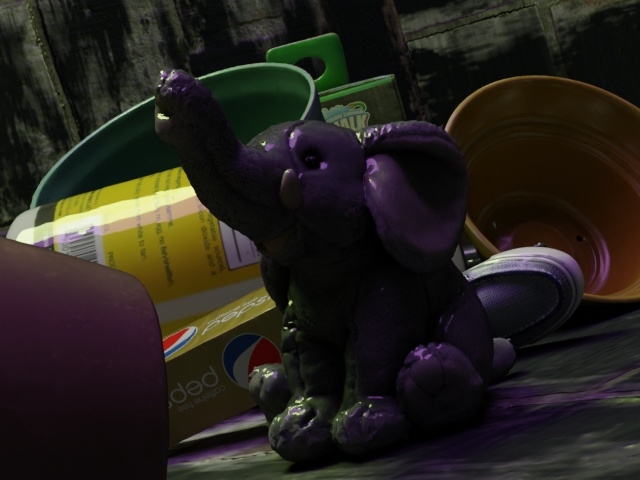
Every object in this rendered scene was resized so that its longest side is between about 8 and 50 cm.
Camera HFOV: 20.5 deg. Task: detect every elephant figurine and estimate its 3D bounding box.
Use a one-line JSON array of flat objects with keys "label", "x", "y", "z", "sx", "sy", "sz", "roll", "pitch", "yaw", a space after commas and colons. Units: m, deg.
[{"label": "elephant figurine", "x": 0.015, "y": -0.003, "z": 1.053, "sx": 0.169, "sy": 0.239, "sz": 0.186, "roll": -16, "pitch": 3, "yaw": 1}]

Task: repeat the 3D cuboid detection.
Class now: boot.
[{"label": "boot", "x": 0.086, "y": 0.064, "z": 1.212, "sx": 0.190, "sy": 0.069, "sz": 0.086, "roll": -23, "pitch": 7, "yaw": 27}]

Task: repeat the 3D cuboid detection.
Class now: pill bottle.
[{"label": "pill bottle", "x": -0.058, "y": 0.026, "z": 1.369, "sx": 0.334, "sy": 0.188, "sz": 0.188, "roll": -15, "pitch": 4, "yaw": 5}]

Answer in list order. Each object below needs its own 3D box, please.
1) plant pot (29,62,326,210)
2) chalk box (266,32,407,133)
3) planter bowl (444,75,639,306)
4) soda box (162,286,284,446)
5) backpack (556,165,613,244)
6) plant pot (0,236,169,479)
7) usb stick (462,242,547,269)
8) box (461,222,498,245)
[{"label": "plant pot", "x": -0.101, "y": -0.011, "z": 1.694, "sx": 0.293, "sy": 0.196, "sz": 0.293, "roll": -21, "pitch": 26, "yaw": 11}, {"label": "chalk box", "x": 0.014, "y": -0.094, "z": 2.088, "sx": 0.180, "sy": 0.289, "sz": 0.179, "roll": -16, "pitch": 3, "yaw": -5}, {"label": "planter bowl", "x": 0.182, "y": -0.017, "z": 1.355, "sx": 0.217, "sy": 0.217, "sz": 0.090, "roll": -18, "pitch": -29, "yaw": -30}, {"label": "soda box", "x": -0.062, "y": 0.081, "z": 1.194, "sx": 0.181, "sy": 0.058, "sz": 0.061, "roll": -26, "pitch": 15, "yaw": 18}, {"label": "backpack", "x": 0.277, "y": -0.039, "z": 1.492, "sx": 0.173, "sy": 0.117, "sz": 0.158, "roll": -13, "pitch": 4, "yaw": 3}, {"label": "plant pot", "x": -0.199, "y": 0.086, "z": 0.856, "sx": 0.229, "sy": 0.263, "sz": 0.263, "roll": 1, "pitch": -2, "yaw": -19}, {"label": "usb stick", "x": 0.225, "y": 0.003, "z": 1.634, "sx": 0.278, "sy": 0.045, "sz": 0.077, "roll": -15, "pitch": -3, "yaw": 16}, {"label": "box", "x": 0.000, "y": 0.000, "z": 1.899, "sx": 0.381, "sy": 0.143, "sz": 0.191, "roll": -18, "pitch": 3, "yaw": 8}]
